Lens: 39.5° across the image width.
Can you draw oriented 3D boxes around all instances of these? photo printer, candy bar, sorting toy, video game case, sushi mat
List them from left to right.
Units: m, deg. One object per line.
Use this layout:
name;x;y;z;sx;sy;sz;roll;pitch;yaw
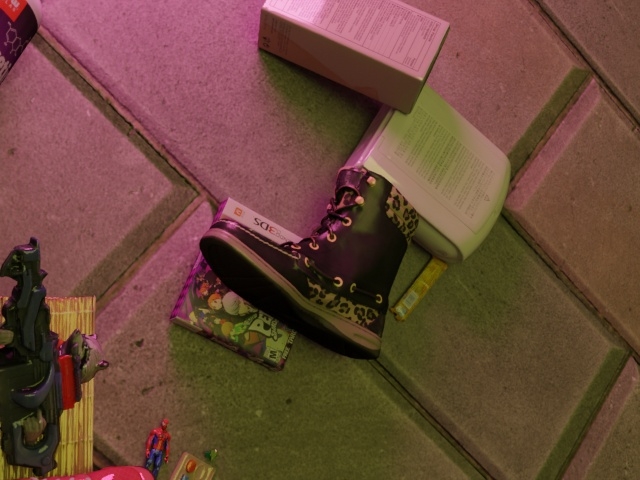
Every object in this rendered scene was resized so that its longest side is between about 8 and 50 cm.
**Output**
sushi mat;-0.417;0.239;1.341;0.151;0.019;0.316;4;77;-26
sorting toy;-0.199;0.366;1.429;0.062;0.012;0.083;34;66;-17
video game case;-0.117;0.076;1.517;0.210;0.042;0.232;30;67;-19
candy bar;0.187;0.089;1.684;0.040;0.018;0.161;45;64;-8
photo printer;0.217;-0.126;1.696;0.307;0.107;0.256;38;64;-16

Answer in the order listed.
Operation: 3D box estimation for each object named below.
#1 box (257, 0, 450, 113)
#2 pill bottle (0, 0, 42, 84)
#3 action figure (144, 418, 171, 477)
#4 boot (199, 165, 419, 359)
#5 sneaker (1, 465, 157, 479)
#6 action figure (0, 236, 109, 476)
box;0.057;-0.368;1.599;0.311;0.121;0.148;26;66;3
pill bottle;-0.534;-0.306;1.307;0.181;0.181;0.323;32;67;-18
action figure;-0.258;0.337;1.398;0.038;0.030;0.115;19;69;-17
boot;0.000;0.000;1.490;0.377;0.138;0.284;35;66;-25
sneaker;-0.378;0.373;1.209;0.314;0.136;0.116;-15;50;-11
action figure;-0.462;0.146;1.239;0.330;0.178;0.341;3;102;-26
